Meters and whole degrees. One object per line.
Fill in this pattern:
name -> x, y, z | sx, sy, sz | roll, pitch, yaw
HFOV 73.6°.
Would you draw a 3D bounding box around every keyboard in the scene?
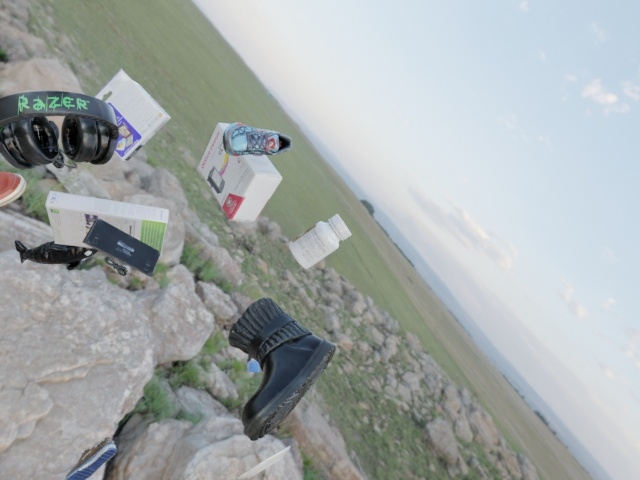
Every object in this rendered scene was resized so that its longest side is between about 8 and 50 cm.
keyboard -> -0.496, 0.032, 1.068 | 0.180, 0.023, 0.108 | 36, 44, -32

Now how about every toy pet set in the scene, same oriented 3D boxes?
toy pet set -> -0.235, 0.510, 1.758 | 0.065, 0.114, 0.122 | -86, 175, -60

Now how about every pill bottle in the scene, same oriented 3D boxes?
pill bottle -> 0.000, 0.000, 1.687 | 0.131, 0.229, 0.131 | 55, 7, -9

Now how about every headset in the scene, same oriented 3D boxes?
headset -> -0.617, -0.263, 0.997 | 0.394, 0.243, 0.185 | -20, -98, 58

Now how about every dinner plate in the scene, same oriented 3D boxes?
dinner plate -> -0.130, 0.525, 1.003 | 0.017, 0.141, 0.141 | 60, 11, 21

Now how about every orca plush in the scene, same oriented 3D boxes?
orca plush -> -0.936, 0.019, 1.506 | 0.102, 0.287, 0.151 | 101, -4, -75

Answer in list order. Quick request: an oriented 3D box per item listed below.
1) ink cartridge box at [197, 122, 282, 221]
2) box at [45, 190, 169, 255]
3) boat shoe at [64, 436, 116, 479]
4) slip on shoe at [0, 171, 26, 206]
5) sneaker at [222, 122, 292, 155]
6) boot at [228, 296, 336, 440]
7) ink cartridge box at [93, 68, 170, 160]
ink cartridge box -> -0.308, -0.253, 1.593 | 0.131, 0.226, 0.306 | -4, 48, -48
box -> -0.648, -0.043, 1.324 | 0.322, 0.232, 0.058 | 10, 58, -21
boat shoe -> -0.773, 0.739, 1.440 | 0.066, 0.183, 0.066 | 43, -17, 44
slip on shoe -> -0.918, -0.139, 1.044 | 0.331, 0.101, 0.123 | -1, 54, -22
sneaker -> -0.192, -0.321, 1.363 | 0.125, 0.104, 0.262 | 10, 17, 35
boot -> -0.148, 0.309, 1.089 | 0.260, 0.131, 0.348 | 31, 35, 18
ink cartridge box -> -0.630, -0.402, 1.380 | 0.208, 0.206, 0.045 | 47, 5, -2
